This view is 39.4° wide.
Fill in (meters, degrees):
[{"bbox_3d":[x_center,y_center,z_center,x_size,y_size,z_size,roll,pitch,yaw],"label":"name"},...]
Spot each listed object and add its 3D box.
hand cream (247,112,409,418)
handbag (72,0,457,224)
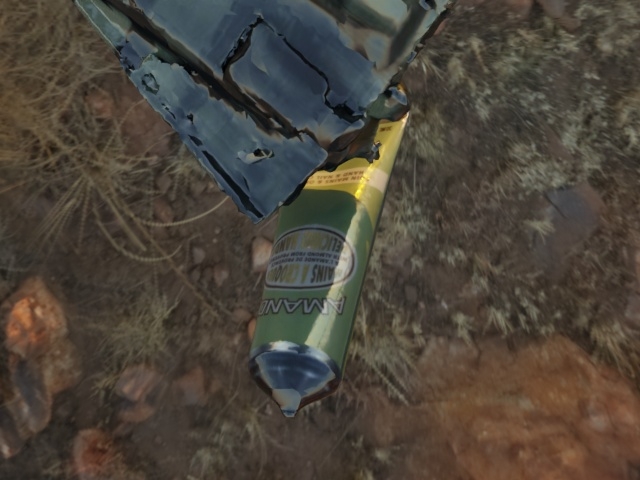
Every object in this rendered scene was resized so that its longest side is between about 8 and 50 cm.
[{"bbox_3d":[0.000,0.000,0.575,0.086,0.235,0.055,-1,144,19],"label":"hand cream"},{"bbox_3d":[-0.041,-0.209,0.430,0.162,0.325,0.327,-34,84,-30],"label":"handbag"}]
